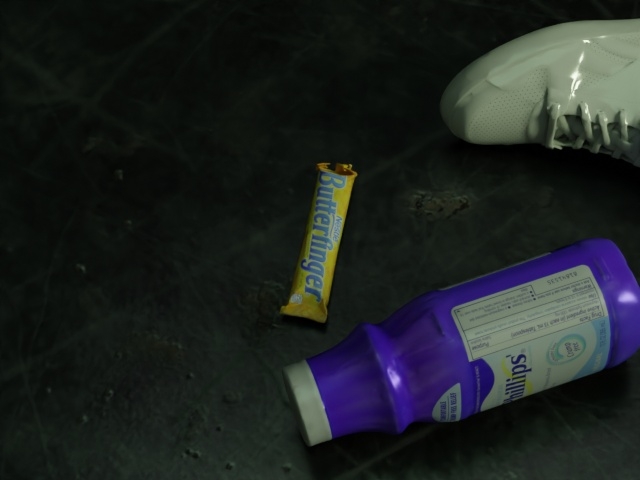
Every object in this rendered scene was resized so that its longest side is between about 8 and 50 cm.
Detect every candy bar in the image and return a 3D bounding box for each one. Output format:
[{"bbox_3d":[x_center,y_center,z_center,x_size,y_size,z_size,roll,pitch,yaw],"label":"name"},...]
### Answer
[{"bbox_3d":[0.000,0.000,1.381,0.040,0.018,0.161,8,60,9],"label":"candy bar"}]

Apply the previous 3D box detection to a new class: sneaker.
[{"bbox_3d":[0.262,-0.100,1.370,0.292,0.108,0.169,-13,55,-5],"label":"sneaker"}]

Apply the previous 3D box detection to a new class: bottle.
[{"bbox_3d":[0.112,0.087,1.258,0.282,0.118,0.092,-18,59,-8],"label":"bottle"}]
